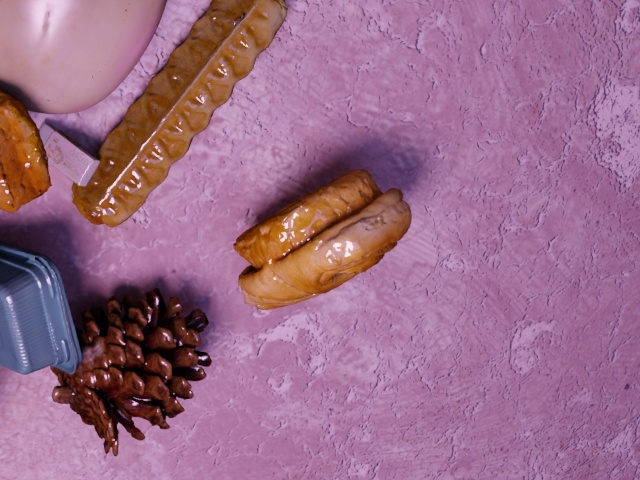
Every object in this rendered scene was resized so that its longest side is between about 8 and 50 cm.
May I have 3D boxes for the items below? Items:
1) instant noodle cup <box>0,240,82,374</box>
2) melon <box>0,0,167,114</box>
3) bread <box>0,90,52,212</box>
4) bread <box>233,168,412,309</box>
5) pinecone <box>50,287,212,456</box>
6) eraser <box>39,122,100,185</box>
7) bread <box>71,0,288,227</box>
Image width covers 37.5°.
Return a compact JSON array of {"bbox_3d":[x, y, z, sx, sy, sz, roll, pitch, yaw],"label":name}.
[{"bbox_3d":[-0.374,0.083,1.122,0.070,0.179,0.157,-32,125,-43],"label":"instant noodle cup"},{"bbox_3d":[-0.261,-0.285,0.971,0.223,0.223,0.317,12,107,-24],"label":"melon"},{"bbox_3d":[-0.397,-0.113,0.987,0.077,0.271,0.139,-47,141,-37],"label":"bread"},{"bbox_3d":[0.002,-0.001,1.201,0.198,0.236,0.120,-32,95,-47],"label":"bread"},{"bbox_3d":[-0.234,0.156,1.207,0.212,0.168,0.185,-33,79,-9],"label":"pinecone"},{"bbox_3d":[-0.304,-0.103,1.123,0.083,0.019,0.038,35,102,14],"label":"eraser"},{"bbox_3d":[-0.172,-0.166,1.142,0.084,0.077,0.367,36,97,-33],"label":"bread"}]
